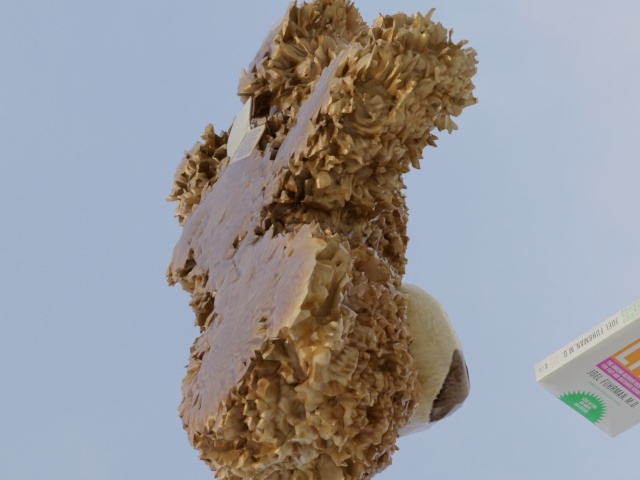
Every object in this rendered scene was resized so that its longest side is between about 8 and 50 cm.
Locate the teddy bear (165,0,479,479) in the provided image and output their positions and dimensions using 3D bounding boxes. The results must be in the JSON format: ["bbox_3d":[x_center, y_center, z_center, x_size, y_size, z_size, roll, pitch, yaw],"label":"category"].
[{"bbox_3d":[0.000,0.000,0.697,0.113,0.338,0.245,26,-82,-19],"label":"teddy bear"}]

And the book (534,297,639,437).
[{"bbox_3d":[0.250,0.087,1.091,0.096,0.144,0.035,35,-147,-29],"label":"book"}]
